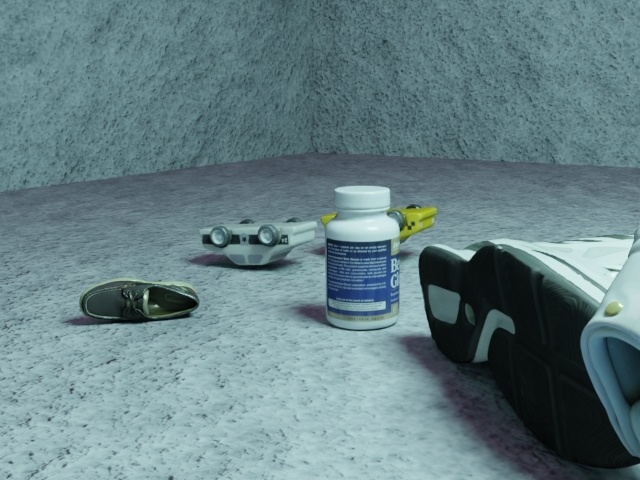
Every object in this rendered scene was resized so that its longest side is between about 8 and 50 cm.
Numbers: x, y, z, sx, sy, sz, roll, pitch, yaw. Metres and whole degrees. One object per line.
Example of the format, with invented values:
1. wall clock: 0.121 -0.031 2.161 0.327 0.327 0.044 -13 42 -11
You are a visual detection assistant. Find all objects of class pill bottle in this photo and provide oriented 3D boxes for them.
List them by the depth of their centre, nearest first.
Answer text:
1. pill bottle: 0.052 0.019 1.071 0.094 0.169 0.094 -1 11 0

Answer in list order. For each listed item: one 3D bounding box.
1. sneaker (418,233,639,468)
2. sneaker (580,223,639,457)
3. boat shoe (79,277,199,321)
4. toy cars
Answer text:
1. sneaker: 0.274 0.055 0.801 0.258 0.169 0.447 -12 10 -9
2. sneaker: 0.266 0.104 0.534 0.169 0.292 0.108 -51 21 -21
3. boat shoe: -0.230 0.076 1.099 0.152 0.056 0.049 -5 6 -21
4. toy cars: 0.000 0.000 1.427 0.394 0.087 0.176 -6 7 -12
